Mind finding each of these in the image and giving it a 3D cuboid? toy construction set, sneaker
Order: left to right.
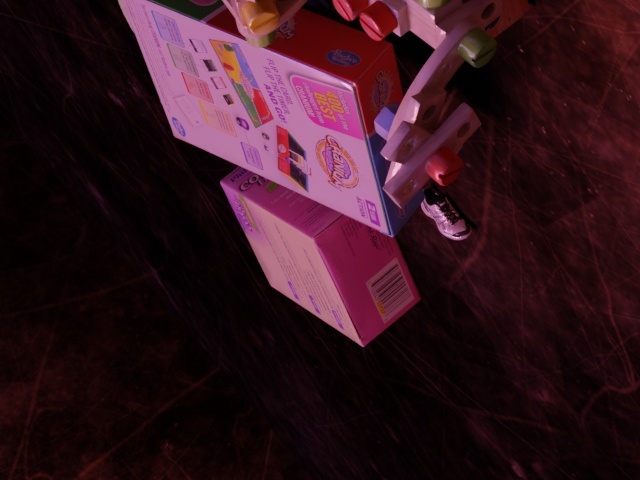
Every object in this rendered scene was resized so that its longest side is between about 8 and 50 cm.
[{"bbox_3d":[0.031,-0.196,1.343,0.327,0.215,0.151,47,163,13],"label":"toy construction set"},{"bbox_3d":[0.152,-0.033,1.912,0.083,0.032,0.037,41,160,29],"label":"sneaker"}]

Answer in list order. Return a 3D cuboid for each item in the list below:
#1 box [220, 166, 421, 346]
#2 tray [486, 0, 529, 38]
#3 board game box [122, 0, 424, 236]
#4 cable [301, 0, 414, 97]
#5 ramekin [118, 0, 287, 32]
[{"bbox_3d":[0.000,0.000,2.222,0.243,0.117,0.213,30,153,48],"label":"box"},{"bbox_3d":[0.054,-0.383,1.397,0.203,0.076,0.411,33,156,45],"label":"tray"},{"bbox_3d":[-0.050,-0.154,1.636,0.316,0.064,0.242,26,152,29],"label":"board game box"},{"bbox_3d":[0.046,-0.224,1.572,0.287,0.072,0.139,45,149,-24],"label":"cable"},{"bbox_3d":[-0.074,-0.265,1.754,0.303,0.148,0.303,34,156,18],"label":"ramekin"}]
